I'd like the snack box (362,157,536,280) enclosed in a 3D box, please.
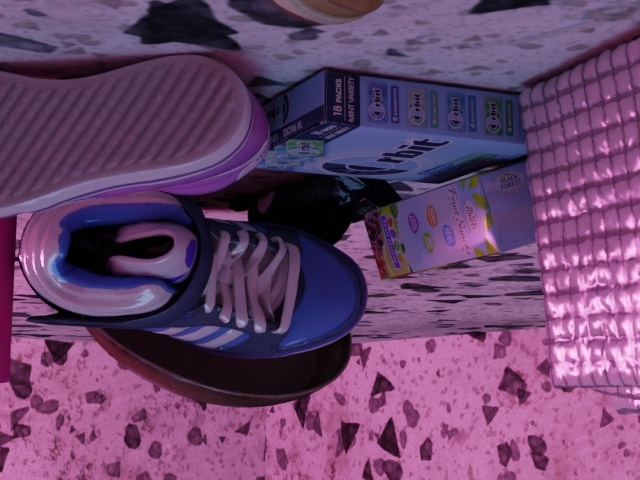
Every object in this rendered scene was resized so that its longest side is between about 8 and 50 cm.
[{"bbox_3d":[0.160,-0.028,1.114,0.174,0.070,0.207,-16,180,-26],"label":"snack box"}]

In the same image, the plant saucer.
[{"bbox_3d":[-0.119,0.073,1.338,0.310,0.050,0.311,20,-153,-11],"label":"plant saucer"}]

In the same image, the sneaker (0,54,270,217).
[{"bbox_3d":[-0.173,-0.061,0.942,0.282,0.102,0.161,-1,174,8],"label":"sneaker"}]

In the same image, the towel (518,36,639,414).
[{"bbox_3d":[0.251,-0.012,0.834,0.121,0.235,0.283,-3,173,-22],"label":"towel"}]

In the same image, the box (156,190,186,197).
[{"bbox_3d":[-0.185,-0.049,1.209,0.105,0.043,0.179,0,169,3],"label":"box"}]

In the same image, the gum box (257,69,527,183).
[{"bbox_3d":[0.051,-0.081,0.995,0.184,0.041,0.157,3,171,-25],"label":"gum box"}]

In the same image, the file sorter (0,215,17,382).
[{"bbox_3d":[-0.423,0.022,1.144,0.290,0.202,0.182,-8,167,42],"label":"file sorter"}]

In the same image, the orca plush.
[{"bbox_3d":[0.000,0.000,1.328,0.151,0.102,0.287,5,170,-31],"label":"orca plush"}]

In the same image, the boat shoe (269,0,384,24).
[{"bbox_3d":[-0.004,-0.141,0.539,0.072,0.068,0.190,-17,165,24],"label":"boat shoe"}]

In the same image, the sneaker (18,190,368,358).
[{"bbox_3d":[-0.097,0.033,1.129,0.322,0.130,0.236,10,175,-10],"label":"sneaker"}]
